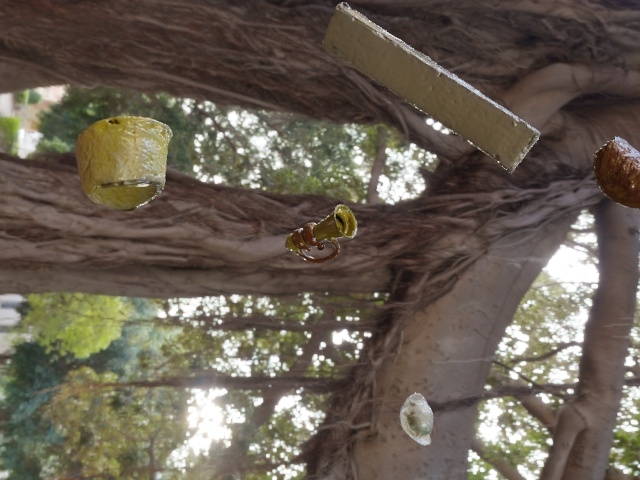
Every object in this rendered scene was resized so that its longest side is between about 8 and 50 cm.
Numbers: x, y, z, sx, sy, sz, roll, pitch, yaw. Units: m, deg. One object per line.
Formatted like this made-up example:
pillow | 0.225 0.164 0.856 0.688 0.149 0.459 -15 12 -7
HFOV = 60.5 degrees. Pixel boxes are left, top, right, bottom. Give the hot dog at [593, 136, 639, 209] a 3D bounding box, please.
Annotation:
hot dog | 0.319 -0.067 0.564 0.083 0.058 0.035 49 -12 16

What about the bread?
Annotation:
bread | -0.407 -0.166 1.150 0.197 0.197 0.170 -32 -116 54

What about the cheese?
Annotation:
cheese | 0.174 -0.258 0.913 0.400 0.034 0.085 37 -53 8

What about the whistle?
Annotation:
whistle | 0.002 -0.005 0.738 0.109 0.057 0.046 -27 -126 41

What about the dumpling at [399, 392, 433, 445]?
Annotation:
dumpling | 0.156 0.294 0.904 0.043 0.060 0.077 3 -88 60
